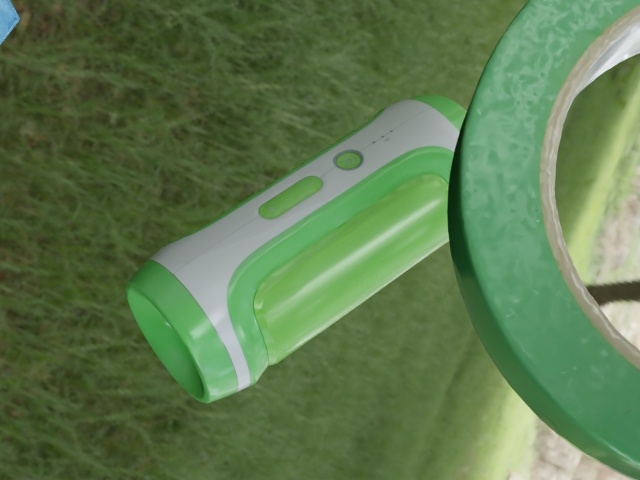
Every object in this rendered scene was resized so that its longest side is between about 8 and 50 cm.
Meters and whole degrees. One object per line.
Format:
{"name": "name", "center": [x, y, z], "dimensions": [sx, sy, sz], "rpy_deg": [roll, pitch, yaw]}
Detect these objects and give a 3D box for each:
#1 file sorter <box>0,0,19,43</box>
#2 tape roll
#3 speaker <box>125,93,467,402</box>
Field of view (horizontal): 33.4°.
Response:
{"name": "file sorter", "center": [-0.428, -0.232, 1.142], "dimensions": [0.118, 0.105, 0.170], "rpy_deg": [67, 31, -41]}
{"name": "tape roll", "center": [0.233, -0.020, 0.580], "dimensions": [0.077, 0.321, 0.321], "rpy_deg": [82, 32, -78]}
{"name": "speaker", "center": [0.000, 0.000, 0.840], "dimensions": [0.297, 0.131, 0.131], "rpy_deg": [-34, 155, -22]}
